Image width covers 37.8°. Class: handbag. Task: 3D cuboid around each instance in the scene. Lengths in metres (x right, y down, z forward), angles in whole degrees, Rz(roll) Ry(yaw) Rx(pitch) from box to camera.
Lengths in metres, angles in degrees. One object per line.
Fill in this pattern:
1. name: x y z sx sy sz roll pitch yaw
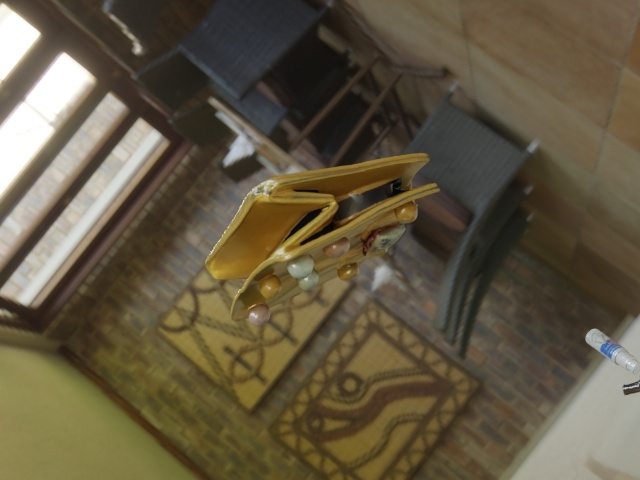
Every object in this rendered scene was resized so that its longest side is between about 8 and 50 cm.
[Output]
1. handbag: 0.000 0.000 1.418 0.133 0.283 0.401 64 158 11

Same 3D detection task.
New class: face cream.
1. face cream: 0.535 0.204 1.699 0.034 0.034 0.130 39 -177 -31

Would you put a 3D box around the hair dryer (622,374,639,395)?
1. hair dryer: 0.752 0.303 1.754 0.156 0.284 0.320 -27 -85 -54
